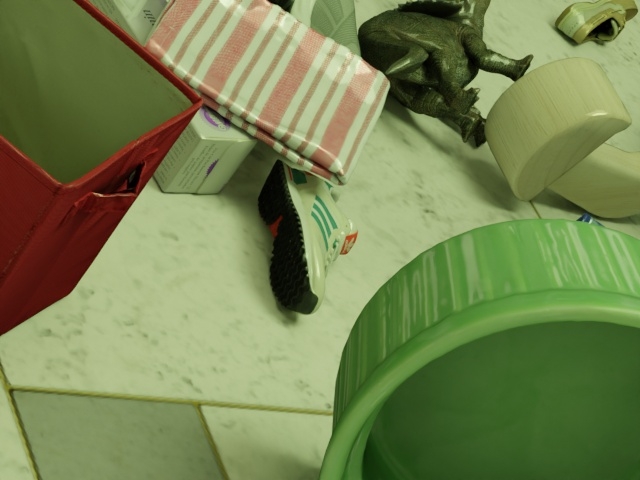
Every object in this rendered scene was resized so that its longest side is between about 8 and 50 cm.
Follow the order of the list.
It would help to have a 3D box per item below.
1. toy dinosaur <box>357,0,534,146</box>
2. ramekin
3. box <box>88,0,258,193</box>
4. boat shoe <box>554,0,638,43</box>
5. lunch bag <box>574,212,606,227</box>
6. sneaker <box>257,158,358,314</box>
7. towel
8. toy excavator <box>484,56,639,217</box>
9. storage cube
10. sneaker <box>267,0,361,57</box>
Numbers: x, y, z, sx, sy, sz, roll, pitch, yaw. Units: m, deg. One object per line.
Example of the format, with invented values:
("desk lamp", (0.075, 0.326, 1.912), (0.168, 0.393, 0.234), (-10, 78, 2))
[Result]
("toy dinosaur", (0.096, -0.169, 1.760), (0.160, 0.121, 0.313), (35, 31, 16))
("ramekin", (0.147, 0.133, 1.231), (0.303, 0.303, 0.148), (27, 26, -16))
("box", (-0.162, -0.175, 1.537), (0.063, 0.067, 0.324), (0, 47, -45))
("boat shoe", (0.322, -0.248, 2.132), (0.135, 0.050, 0.045), (-18, 64, -42))
("lunch bag", (0.226, 0.079, 1.566), (0.129, 0.096, 0.151), (33, 61, -7))
("sneaker", (0.000, 0.000, 1.475), (0.075, 0.057, 0.161), (15, 35, -23))
("towel", (-0.039, -0.138, 1.499), (0.197, 0.029, 0.144), (32, 42, -8))
("toy excavator", (0.411, -0.076, 1.853), (0.433, 0.445, 0.222), (64, 1, -55))
("storage cube", (-0.228, -0.054, 1.192), (0.215, 0.193, 0.184), (41, 32, 5))
("sneaker", (-0.007, -0.169, 1.667), (0.108, 0.100, 0.271), (36, 36, -19))
